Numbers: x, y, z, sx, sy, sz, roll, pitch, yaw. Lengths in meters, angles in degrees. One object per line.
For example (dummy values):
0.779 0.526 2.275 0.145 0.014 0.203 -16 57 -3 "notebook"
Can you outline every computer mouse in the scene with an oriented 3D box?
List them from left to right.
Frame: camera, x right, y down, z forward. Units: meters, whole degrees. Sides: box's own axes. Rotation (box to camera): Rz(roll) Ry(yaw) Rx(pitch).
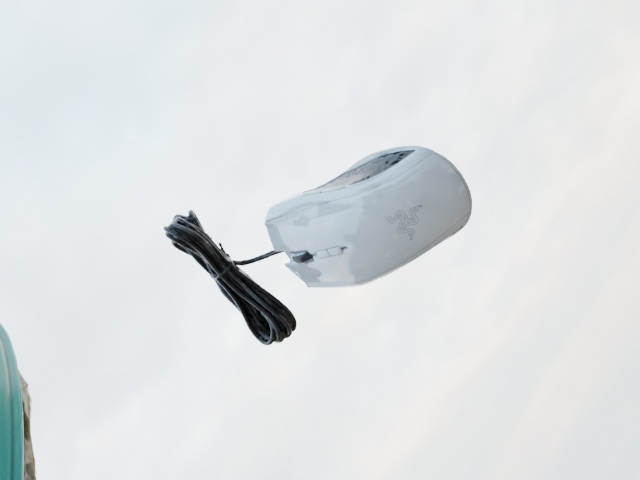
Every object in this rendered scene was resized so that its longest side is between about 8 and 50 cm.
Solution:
0.000 0.000 0.694 0.193 0.106 0.042 -24 19 35 "computer mouse"

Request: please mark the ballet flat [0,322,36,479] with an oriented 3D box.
-0.130 0.144 0.314 0.116 0.342 0.124 20 -67 -30 "ballet flat"
